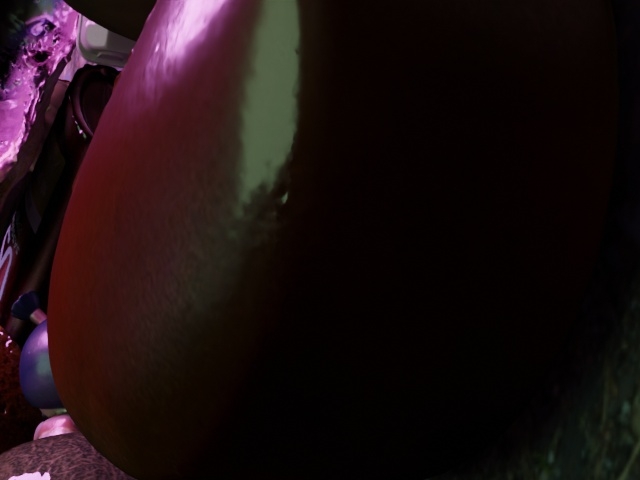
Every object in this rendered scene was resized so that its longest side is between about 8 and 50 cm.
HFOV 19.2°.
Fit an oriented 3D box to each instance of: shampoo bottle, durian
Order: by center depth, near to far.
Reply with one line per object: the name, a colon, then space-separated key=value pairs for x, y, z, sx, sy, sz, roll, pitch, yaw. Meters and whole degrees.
durian: x=-0.281 y=-0.124 z=1.655 sx=0.186 sy=0.153 sz=0.260 roll=82 pitch=-150 yaw=-56
shampoo bottle: x=-0.241 y=0.000 z=1.704 sx=0.129 sy=0.084 sz=0.323 roll=-103 pitch=33 yaw=-45

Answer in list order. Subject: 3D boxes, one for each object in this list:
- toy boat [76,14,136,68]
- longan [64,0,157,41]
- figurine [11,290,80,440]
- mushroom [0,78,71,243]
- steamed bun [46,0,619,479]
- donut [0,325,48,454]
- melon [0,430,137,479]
toy boat: x=-0.109 y=-0.257 z=1.484 sx=0.141 sy=0.141 sz=0.269 roll=-22 pitch=59 yaw=61
longan: x=-0.060 y=-0.293 z=1.161 sx=0.361 sy=0.361 sz=0.361 roll=-36 pitch=49 yaw=56
figurine: x=-0.195 y=0.131 z=1.542 sx=0.111 sy=0.102 sz=0.195 roll=-15 pitch=58 yaw=26
mushroom: x=-0.346 y=-0.065 z=1.908 sx=0.397 sy=0.126 sz=0.177 roll=-50 pitch=58 yaw=47
steamed bun: x=0.000 y=0.000 z=1.016 sx=0.379 sy=0.235 sz=0.248 roll=-54 pitch=42 yaw=44
donut: x=-0.328 y=0.139 z=1.708 sx=0.217 sy=0.085 sz=0.141 roll=37 pitch=133 yaw=39
melon: x=-0.154 y=0.247 z=1.241 sx=0.329 sy=0.248 sz=0.249 roll=-179 pitch=99 yaw=-68
